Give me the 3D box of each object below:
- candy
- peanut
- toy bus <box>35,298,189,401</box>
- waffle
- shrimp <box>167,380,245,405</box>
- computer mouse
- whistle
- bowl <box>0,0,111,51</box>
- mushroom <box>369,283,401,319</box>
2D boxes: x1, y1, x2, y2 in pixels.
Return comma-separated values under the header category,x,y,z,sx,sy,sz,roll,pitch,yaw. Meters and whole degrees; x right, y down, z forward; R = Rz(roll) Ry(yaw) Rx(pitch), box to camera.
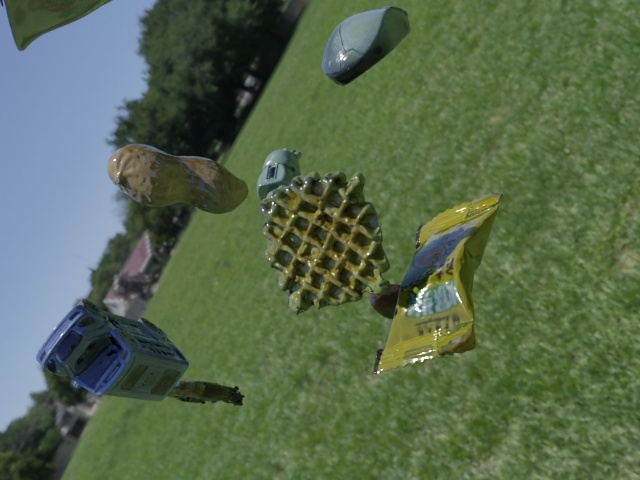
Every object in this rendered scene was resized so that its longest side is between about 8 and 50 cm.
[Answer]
category,x,y,z,sx,sy,sz,roll,pitch,yaw
candy,0.178,0.057,1.281,0.187,0.081,0.297,-26,35,43
peanut,-0.265,-0.110,1.592,0.101,0.263,0.117,123,153,-60
toy bus,-0.204,0.117,0.862,0.073,0.076,0.167,-52,-24,2
waffle,0.001,-0.001,1.289,0.223,0.204,0.054,-16,5,37
shrimp,-0.211,0.266,1.504,0.091,0.161,0.034,-25,56,49
computer mouse,0.057,-0.270,1.149,0.113,0.068,0.229,-32,11,24
whistle,-0.101,-0.142,2.123,0.102,0.106,0.253,-40,30,37
bowl,-0.230,-0.356,0.812,0.345,0.157,0.345,175,90,-76
mushroom,0.178,0.152,2.096,0.123,0.123,0.052,-52,22,45
